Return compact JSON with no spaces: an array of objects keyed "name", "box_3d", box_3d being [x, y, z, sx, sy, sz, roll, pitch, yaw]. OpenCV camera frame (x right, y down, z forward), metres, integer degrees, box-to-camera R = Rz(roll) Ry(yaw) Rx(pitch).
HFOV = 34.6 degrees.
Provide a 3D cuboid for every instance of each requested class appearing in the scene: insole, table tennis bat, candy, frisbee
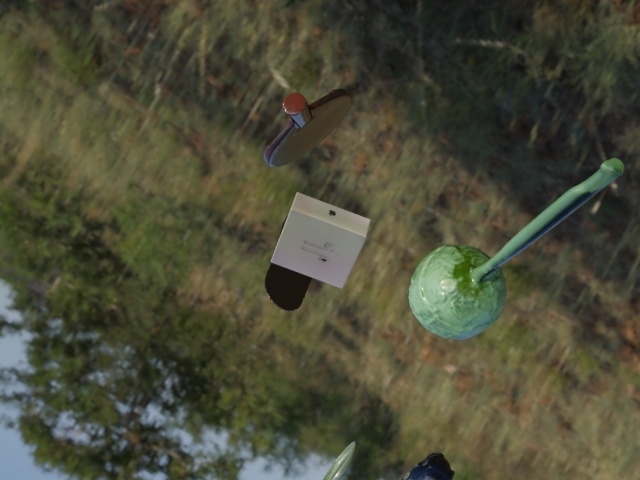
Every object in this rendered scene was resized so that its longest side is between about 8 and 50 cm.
[{"name":"insole","box_3d":[-0.034,0.020,1.866,0.111,0.007,0.328,37,-144,-9]},{"name":"table tennis bat","box_3d":[-0.026,-0.210,1.873,0.038,0.200,0.310,50,180,10]},{"name":"candy","box_3d":[0.216,0.008,1.145,0.119,0.119,0.440,30,153,-4]},{"name":"frisbee","box_3d":[0.032,0.394,1.771,0.014,0.110,0.110,37,173,1]}]

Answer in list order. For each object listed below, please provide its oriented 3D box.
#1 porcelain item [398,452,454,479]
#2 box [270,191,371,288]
[{"name":"porcelain item","box_3d":[0.181,0.531,1.957,0.138,0.186,0.288,33,-162,7]},{"name":"box","box_3d":[0.000,0.000,1.688,0.129,0.051,0.130,21,134,-2]}]
